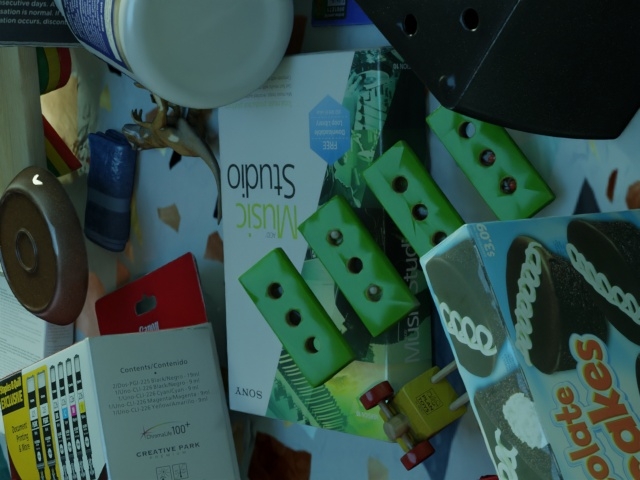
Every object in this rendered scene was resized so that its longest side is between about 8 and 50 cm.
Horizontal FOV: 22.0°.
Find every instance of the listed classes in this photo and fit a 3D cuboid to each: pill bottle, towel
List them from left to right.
[{"bbox_3d":[-0.220,-0.052,1.712,0.067,0.029,0.119,26,114,47],"label":"towel"},{"bbox_3d":[-0.142,-0.216,1.444,0.264,0.153,0.153,34,120,58],"label":"pill bottle"}]

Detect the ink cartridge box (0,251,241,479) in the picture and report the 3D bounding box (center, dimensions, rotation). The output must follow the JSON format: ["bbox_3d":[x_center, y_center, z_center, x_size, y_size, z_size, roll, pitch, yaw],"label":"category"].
[{"bbox_3d":[-0.207,0.173,1.601,0.309,0.130,0.272,-26,73,61],"label":"ink cartridge box"}]

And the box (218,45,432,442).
[{"bbox_3d":[0.000,0.000,1.409,0.232,0.058,0.322,3,97,53],"label":"box"}]

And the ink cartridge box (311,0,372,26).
[{"bbox_3d":[0.027,-0.332,1.338,0.185,0.065,0.311,8,102,52],"label":"ink cartridge box"}]

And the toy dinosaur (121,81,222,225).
[{"bbox_3d":[-0.127,-0.102,1.575,0.211,0.064,0.112,30,135,57],"label":"toy dinosaur"}]

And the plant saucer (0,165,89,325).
[{"bbox_3d":[-0.291,0.008,1.684,0.168,0.029,0.168,21,116,50],"label":"plant saucer"}]

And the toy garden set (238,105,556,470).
[{"bbox_3d":[0.087,0.036,1.267,0.244,0.049,0.204,-40,77,20],"label":"toy garden set"}]

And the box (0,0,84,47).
[{"bbox_3d":[-0.291,-0.419,1.616,0.293,0.212,0.396,34,119,46],"label":"box"}]

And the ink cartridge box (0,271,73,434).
[{"bbox_3d":[-0.355,0.110,1.891,0.223,0.045,0.224,14,104,50],"label":"ink cartridge box"}]

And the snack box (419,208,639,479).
[{"bbox_3d":[0.199,0.138,1.059,0.060,0.187,0.322,-39,64,47],"label":"snack box"}]

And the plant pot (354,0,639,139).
[{"bbox_3d":[0.135,-0.183,1.104,0.187,0.167,0.188,53,134,25],"label":"plant pot"}]

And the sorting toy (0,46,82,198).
[{"bbox_3d":[-0.359,-0.154,1.790,0.255,0.089,0.257,28,131,37],"label":"sorting toy"}]

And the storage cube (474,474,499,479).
[{"bbox_3d":[0.111,0.280,1.185,0.183,0.193,0.215,-32,67,49],"label":"storage cube"}]
